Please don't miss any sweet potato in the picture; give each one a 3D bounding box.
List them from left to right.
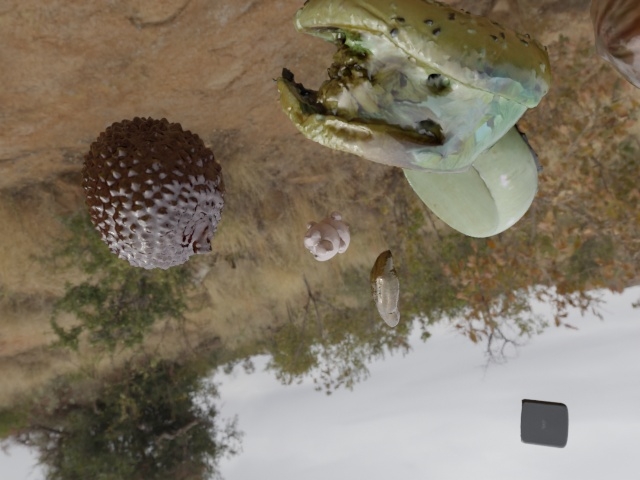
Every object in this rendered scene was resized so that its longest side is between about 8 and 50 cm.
[{"bbox_3d":[0.121,0.102,0.962,0.053,0.054,0.182,-26,131,-18],"label":"sweet potato"}]

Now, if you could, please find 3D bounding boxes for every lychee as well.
[{"bbox_3d":[-0.344,-0.092,1.102,0.306,0.330,0.306,-50,173,-8],"label":"lychee"}]

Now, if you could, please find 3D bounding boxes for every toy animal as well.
[{"bbox_3d":[-0.001,0.002,1.405,0.124,0.124,0.212,-20,-174,28],"label":"toy animal"}]

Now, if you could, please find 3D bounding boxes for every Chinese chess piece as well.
[{"bbox_3d":[0.340,-0.173,1.241,0.146,0.349,0.349,-39,176,-13],"label":"Chinese chess piece"}]

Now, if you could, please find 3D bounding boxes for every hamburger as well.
[{"bbox_3d":[0.108,-0.168,0.572,0.288,0.167,0.192,7,-156,-21],"label":"hamburger"}]

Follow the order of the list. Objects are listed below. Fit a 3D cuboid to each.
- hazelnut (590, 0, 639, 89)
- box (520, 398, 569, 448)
[{"bbox_3d":[0.685,-0.449,0.947,0.372,0.372,0.315,-19,178,25],"label":"hazelnut"},{"bbox_3d":[0.622,0.509,1.465,0.125,0.126,0.027,2,179,17],"label":"box"}]
